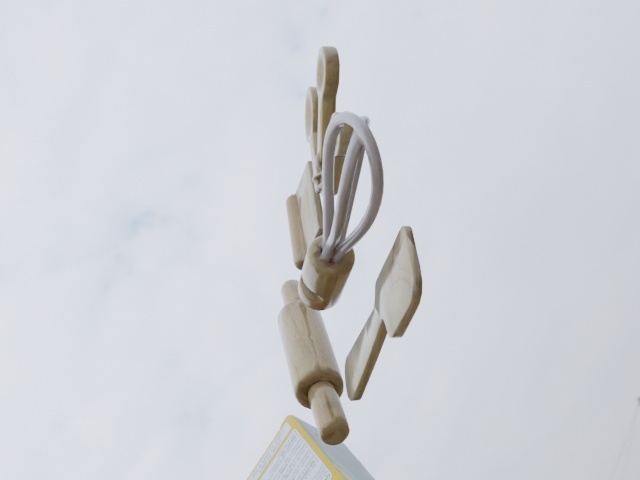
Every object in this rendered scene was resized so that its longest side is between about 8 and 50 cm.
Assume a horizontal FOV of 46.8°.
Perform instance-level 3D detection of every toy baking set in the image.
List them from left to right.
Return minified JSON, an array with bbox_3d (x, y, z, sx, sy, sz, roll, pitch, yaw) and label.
[{"bbox_3d":[-0.001,0.005,0.409,0.030,0.256,0.196,-2,-60,-10],"label":"toy baking set"}]

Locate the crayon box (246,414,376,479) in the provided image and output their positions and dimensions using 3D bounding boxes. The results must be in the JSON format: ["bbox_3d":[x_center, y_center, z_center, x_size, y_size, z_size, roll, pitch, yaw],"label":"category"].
[{"bbox_3d":[0.001,0.310,0.621,0.083,0.323,0.203,35,-93,-24],"label":"crayon box"}]
